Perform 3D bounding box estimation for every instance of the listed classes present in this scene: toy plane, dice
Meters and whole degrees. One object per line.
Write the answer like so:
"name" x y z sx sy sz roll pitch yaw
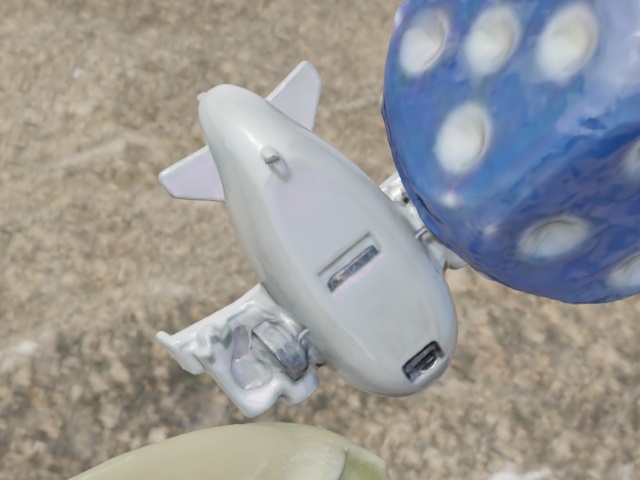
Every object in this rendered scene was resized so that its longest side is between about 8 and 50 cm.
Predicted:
"toy plane" 0.001 0.001 0.897 0.252 0.252 0.118 12 5 -17
"dice" 0.124 -0.063 0.597 0.146 0.146 0.143 16 43 -38

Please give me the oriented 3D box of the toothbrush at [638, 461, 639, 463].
"toothbrush" 0.282 0.056 0.732 0.031 0.321 0.023 11 52 -27

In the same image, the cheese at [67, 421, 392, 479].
"cheese" -0.085 0.117 0.371 0.064 0.227 0.137 64 22 -13
